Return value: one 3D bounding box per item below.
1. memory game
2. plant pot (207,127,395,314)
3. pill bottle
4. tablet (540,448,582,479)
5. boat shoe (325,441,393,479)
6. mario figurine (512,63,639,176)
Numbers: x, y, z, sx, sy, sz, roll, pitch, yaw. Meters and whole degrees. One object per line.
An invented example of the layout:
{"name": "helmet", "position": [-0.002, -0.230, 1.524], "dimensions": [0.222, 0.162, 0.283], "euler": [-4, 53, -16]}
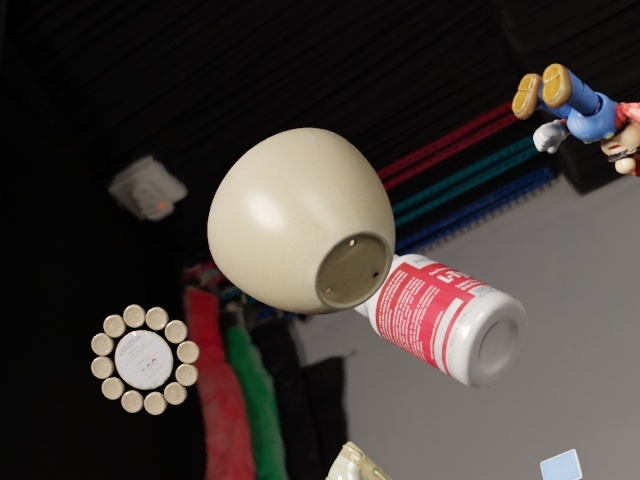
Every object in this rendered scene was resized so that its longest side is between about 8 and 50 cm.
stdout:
{"name": "memory game", "position": [-0.286, 0.194, 1.432], "dimensions": [0.186, 0.186, 0.012], "euler": [62, -168, -4]}
{"name": "plant pot", "position": [0.000, 0.000, 1.305], "dimensions": [0.284, 0.284, 0.191], "euler": [50, 176, -41]}
{"name": "pill bottle", "position": [0.265, 0.169, 2.096], "dimensions": [0.407, 0.229, 0.229], "euler": [26, 164, 44]}
{"name": "tablet", "position": [0.438, 0.419, 1.606], "dimensions": [0.006, 0.083, 0.054], "euler": [18, -129, -34]}
{"name": "boat shoe", "position": [0.072, 0.211, 0.681], "dimensions": [0.153, 0.048, 0.056], "euler": [31, 165, -12]}
{"name": "mario figurine", "position": [0.508, -0.191, 1.586], "dimensions": [0.320, 0.170, 0.198], "euler": [19, -159, -22]}
